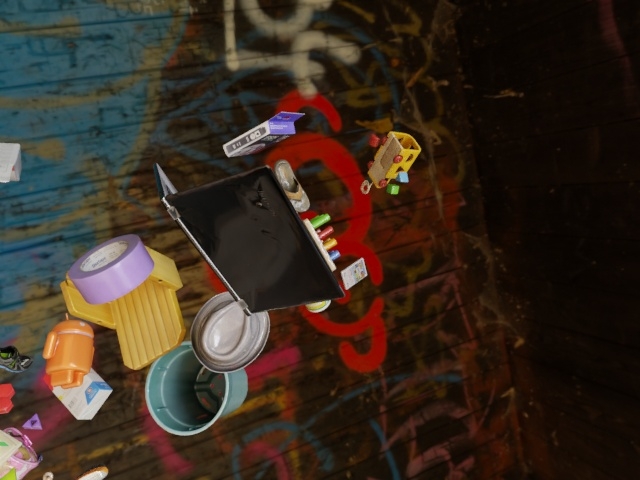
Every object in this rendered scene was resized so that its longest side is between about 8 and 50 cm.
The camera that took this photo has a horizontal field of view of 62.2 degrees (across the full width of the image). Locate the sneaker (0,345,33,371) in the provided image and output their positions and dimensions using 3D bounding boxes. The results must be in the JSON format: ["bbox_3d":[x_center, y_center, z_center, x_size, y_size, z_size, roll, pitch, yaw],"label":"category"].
[{"bbox_3d":[-1.115,0.426,1.923,0.067,0.078,0.188,55,2,29],"label":"sneaker"}]

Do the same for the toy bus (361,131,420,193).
[{"bbox_3d":[0.229,-0.240,1.669,0.202,0.104,0.191,8,-82,59],"label":"toy bus"}]

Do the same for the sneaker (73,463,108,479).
[{"bbox_3d":[-0.843,0.898,1.873,0.121,0.262,0.099,55,4,1],"label":"sneaker"}]

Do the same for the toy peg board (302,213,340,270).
[{"bbox_3d":[0.000,0.000,1.524,0.161,0.079,0.161,60,-16,-7],"label":"toy peg board"}]

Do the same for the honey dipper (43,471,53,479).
[{"bbox_3d":[-0.865,0.753,1.686,0.160,0.030,0.031,-37,-111,57],"label":"honey dipper"}]

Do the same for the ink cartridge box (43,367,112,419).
[{"bbox_3d":[-0.891,0.528,1.945,0.231,0.134,0.078,35,-4,24],"label":"ink cartridge box"}]

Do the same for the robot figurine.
[{"bbox_3d":[-0.769,0.339,1.632,0.128,0.158,0.220,-39,-132,45],"label":"robot figurine"}]

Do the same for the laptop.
[{"bbox_3d":[-0.185,-0.031,1.284,0.382,0.236,0.408,61,-5,-32],"label":"laptop"}]

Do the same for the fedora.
[{"bbox_3d":[-0.289,0.282,1.698,0.243,0.275,0.124,34,-20,4],"label":"fedora"}]

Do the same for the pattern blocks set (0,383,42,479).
[{"bbox_3d":[-0.843,0.523,1.280,0.285,0.325,0.026,35,-43,23],"label":"pattern blocks set"}]

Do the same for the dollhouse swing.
[{"bbox_3d":[-0.685,0.239,1.844,0.315,0.346,0.305,36,30,-47],"label":"dollhouse swing"}]

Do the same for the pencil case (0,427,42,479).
[{"bbox_3d":[-1.028,0.755,1.579,0.160,0.386,0.167,31,-17,43],"label":"pencil case"}]

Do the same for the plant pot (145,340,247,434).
[{"bbox_3d":[-0.465,0.589,2.141,0.334,0.341,0.341,47,20,-70],"label":"plant pot"}]

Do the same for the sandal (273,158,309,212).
[{"bbox_3d":[-0.104,-0.200,1.979,0.060,0.090,0.219,25,-40,62],"label":"sandal"}]

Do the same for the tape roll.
[{"bbox_3d":[-0.519,0.069,1.324,0.189,0.189,0.080,37,-27,59],"label":"tape roll"}]

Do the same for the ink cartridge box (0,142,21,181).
[{"bbox_3d":[-0.978,-0.183,1.407,0.385,0.308,0.091,-136,-130,-56],"label":"ink cartridge box"}]

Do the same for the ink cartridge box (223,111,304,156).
[{"bbox_3d":[-0.156,-0.314,1.577,0.045,0.208,0.206,64,21,-3],"label":"ink cartridge box"}]

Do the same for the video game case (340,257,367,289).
[{"bbox_3d":[0.140,0.138,2.202,0.011,0.122,0.087,20,-46,49],"label":"video game case"}]

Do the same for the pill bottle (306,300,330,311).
[{"bbox_3d":[-0.041,0.204,2.330,0.117,0.117,0.208,41,-22,57],"label":"pill bottle"}]
